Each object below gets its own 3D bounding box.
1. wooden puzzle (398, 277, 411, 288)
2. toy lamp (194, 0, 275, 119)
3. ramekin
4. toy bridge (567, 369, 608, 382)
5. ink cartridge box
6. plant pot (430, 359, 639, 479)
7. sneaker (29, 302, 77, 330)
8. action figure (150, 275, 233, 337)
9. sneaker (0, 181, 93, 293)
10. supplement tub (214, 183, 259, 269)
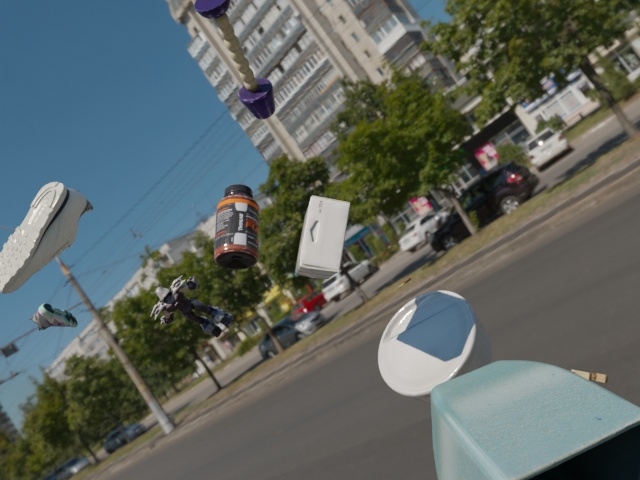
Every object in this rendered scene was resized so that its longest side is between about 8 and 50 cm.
[{"bbox_3d":[0.290,0.147,1.957,0.049,0.006,0.083,-40,-11,12],"label":"wooden puzzle"},{"bbox_3d":[-0.159,-0.360,1.143,0.080,0.080,0.274,-35,-39,-6],"label":"toy lamp"},{"bbox_3d":[0.279,0.264,1.351,0.273,0.127,0.272,-33,35,26],"label":"ramekin"},{"bbox_3d":[0.772,0.401,1.688,0.188,0.026,0.063,12,-7,-31],"label":"toy bridge"},{"bbox_3d":[0.000,0.000,1.151,0.082,0.139,0.190,11,-8,-5],"label":"ink cartridge box"},{"bbox_3d":[0.297,0.325,0.865,0.248,0.247,0.252,-16,26,-17],"label":"plant pot"},{"bbox_3d":[-0.613,0.187,1.298,0.069,0.038,0.098,-40,-50,9],"label":"sneaker"},{"bbox_3d":[-0.431,0.221,1.860,0.185,0.285,0.099,-47,31,10],"label":"action figure"},{"bbox_3d":[-0.531,0.006,1.094,0.235,0.090,0.095,-58,-32,-8],"label":"sneaker"},{"bbox_3d":[-0.200,-0.037,1.367,0.106,0.197,0.106,-2,-28,-1],"label":"supplement tub"}]
